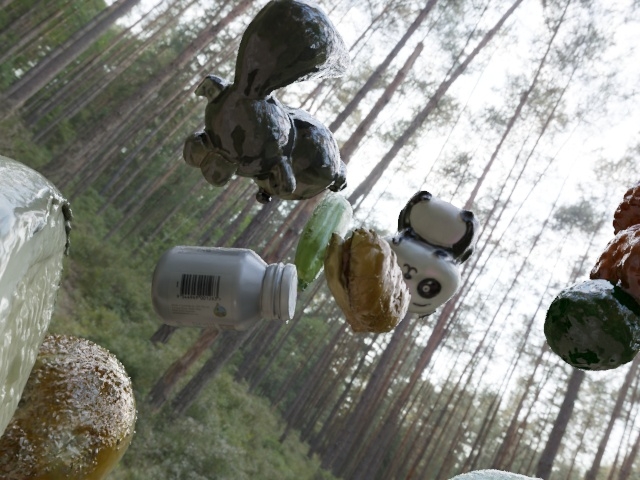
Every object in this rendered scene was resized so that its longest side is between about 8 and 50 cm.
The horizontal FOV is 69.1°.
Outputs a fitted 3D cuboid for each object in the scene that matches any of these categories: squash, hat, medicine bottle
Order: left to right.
[{"bbox_3d":[-0.150,0.080,0.766,0.215,0.135,0.135,3,-29,5],"label":"medicine bottle"},{"bbox_3d":[-0.001,-0.006,1.287,0.118,0.371,0.118,13,-49,15],"label":"squash"},{"bbox_3d":[0.511,0.024,0.681,0.285,0.400,0.285,57,-19,32],"label":"hat"}]

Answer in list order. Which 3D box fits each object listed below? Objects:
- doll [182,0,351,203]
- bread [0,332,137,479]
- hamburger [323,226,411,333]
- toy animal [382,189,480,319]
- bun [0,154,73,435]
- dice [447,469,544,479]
[{"bbox_3d":[-0.040,-0.234,0.933,0.378,0.382,0.252,-43,-113,28],"label":"doll"},{"bbox_3d":[-0.431,0.260,0.675,0.305,0.305,0.159,30,-44,15],"label":"bread"},{"bbox_3d":[0.090,0.092,0.867,0.124,0.131,0.262,-6,-44,24],"label":"hamburger"},{"bbox_3d":[0.282,0.048,1.267,0.251,0.310,0.251,31,-5,3],"label":"toy animal"},{"bbox_3d":[-0.392,0.067,0.445,0.211,0.360,0.359,15,-16,-20],"label":"bun"},{"bbox_3d":[0.326,0.626,0.787,0.318,0.322,0.330,22,-68,61],"label":"dice"}]
